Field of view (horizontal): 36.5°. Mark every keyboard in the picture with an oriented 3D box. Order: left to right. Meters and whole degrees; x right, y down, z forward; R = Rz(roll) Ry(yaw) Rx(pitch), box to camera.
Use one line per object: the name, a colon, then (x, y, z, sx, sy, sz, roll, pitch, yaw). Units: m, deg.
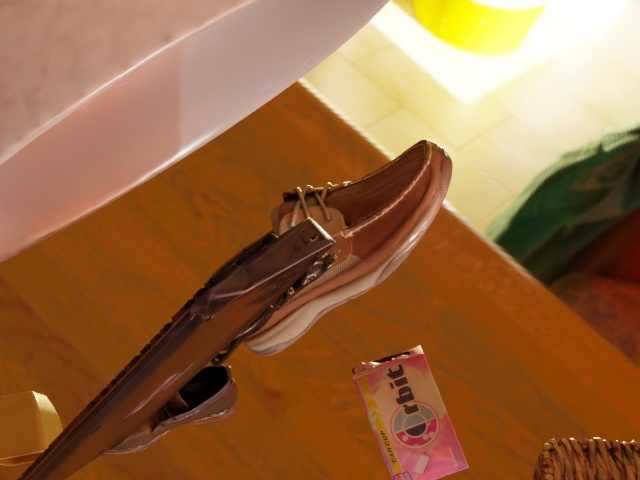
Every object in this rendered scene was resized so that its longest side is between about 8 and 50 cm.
keyboard: (-0.096, 0.079, 0.673, 0.033, 0.317, 0.201, 53, 40, 7)

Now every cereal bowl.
cereal bowl: (-0.124, -0.115, 0.535, 0.339, 0.339, 0.141, -35, 92, -38)

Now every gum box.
gum box: (0.125, 0.249, 1.385, 0.107, 0.062, 0.188, -21, 94, 2)

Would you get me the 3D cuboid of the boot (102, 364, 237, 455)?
boot: (-0.209, 0.206, 1.231, 0.219, 0.106, 0.082, -16, 65, -19)

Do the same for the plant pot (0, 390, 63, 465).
plant pot: (-0.380, 0.239, 1.247, 0.082, 0.081, 0.083, -11, 73, 5)

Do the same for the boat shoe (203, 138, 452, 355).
boat shoe: (0.000, 0.000, 1.035, 0.116, 0.324, 0.123, 40, 24, -20)

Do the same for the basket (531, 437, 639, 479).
basket: (0.364, 0.413, 1.168, 0.214, 0.223, 0.299, 1, 55, 3)
